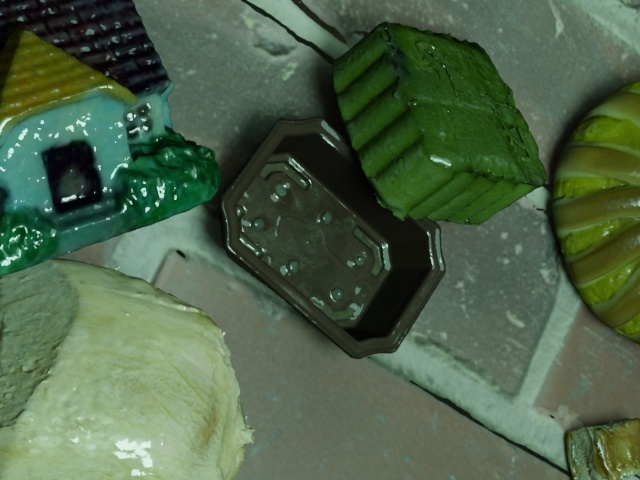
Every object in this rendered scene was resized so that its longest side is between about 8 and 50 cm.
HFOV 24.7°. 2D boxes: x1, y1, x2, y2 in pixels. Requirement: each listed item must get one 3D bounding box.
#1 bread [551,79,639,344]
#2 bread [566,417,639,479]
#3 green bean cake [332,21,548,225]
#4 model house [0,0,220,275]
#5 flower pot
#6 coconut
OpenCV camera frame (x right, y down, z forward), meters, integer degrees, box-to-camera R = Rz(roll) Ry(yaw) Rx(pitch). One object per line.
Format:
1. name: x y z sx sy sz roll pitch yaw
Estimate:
1. bread: 0.421 -0.023 1.712 0.333 0.160 0.333 2 85 -27
2. bread: 0.331 0.246 1.692 0.083 0.076 0.070 -7 78 -28
3. green bean cake: 0.122 -0.122 1.532 0.214 0.113 0.200 7 54 -46
4. model house: -0.256 -0.143 1.283 0.280 0.230 0.249 -22 120 -29
5. flower pot: 0.000 0.000 1.526 0.251 0.084 0.179 41 69 -18
6. coconut: -0.200 0.172 1.292 0.254 0.297 0.297 15 79 -24
